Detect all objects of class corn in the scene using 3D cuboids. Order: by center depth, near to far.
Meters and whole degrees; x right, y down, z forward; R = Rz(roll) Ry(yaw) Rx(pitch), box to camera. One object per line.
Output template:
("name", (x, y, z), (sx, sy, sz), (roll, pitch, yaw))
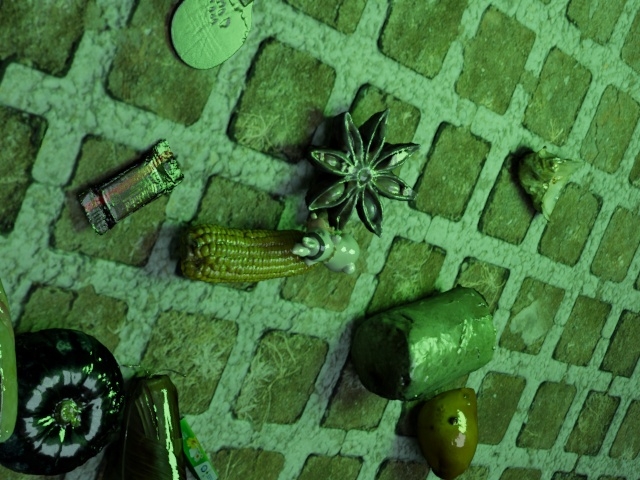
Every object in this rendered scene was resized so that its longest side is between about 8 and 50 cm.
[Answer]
("corn", (-0.113, 0.026, 1.738), (0.312, 0.102, 0.102), (3, 106, -42))

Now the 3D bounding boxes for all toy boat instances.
("toy boat", (-0.476, 0.112, 1.358), (0.111, 0.293, 0.276), (-5, 97, -41))

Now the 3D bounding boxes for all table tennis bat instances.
("table tennis bat", (-0.145, -0.370, 1.589), (0.234, 0.022, 0.131), (-43, 131, -16))

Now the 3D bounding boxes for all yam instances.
("yam", (0.220, 0.216, 2.062), (0.300, 0.195, 0.195), (-18, 120, -37))

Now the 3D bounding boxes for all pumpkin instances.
("pumpkin", (-0.411, 0.247, 1.524), (0.233, 0.163, 0.233), (-8, 103, -36))

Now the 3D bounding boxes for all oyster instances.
("oyster", (0.507, -0.142, 2.234), (0.162, 0.107, 0.232), (-65, 154, -5))

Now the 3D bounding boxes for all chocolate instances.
("chocolate", (-0.298, -0.084, 1.574), (0.182, 0.028, 0.086), (-38, 123, -24))

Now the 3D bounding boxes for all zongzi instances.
("zongzi", (-0.255, 0.358, 1.659), (0.111, 0.241, 0.248), (0, 108, -41))

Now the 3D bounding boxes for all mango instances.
("mango", (0.288, 0.452, 2.260), (0.136, 0.166, 0.236), (-1, 142, 3))

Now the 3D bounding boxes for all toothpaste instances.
("toothpaste", (-0.241, 0.381, 1.824), (0.037, 0.043, 0.179), (-41, 131, -24))

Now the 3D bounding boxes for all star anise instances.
("star anise", (0.062, -0.126, 1.821), (0.236, 0.109, 0.223), (-47, 119, -8))

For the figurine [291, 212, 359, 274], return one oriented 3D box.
("figurine", (-0.007, 0.006, 1.749), (0.146, 0.098, 0.081), (22, 107, -43))
